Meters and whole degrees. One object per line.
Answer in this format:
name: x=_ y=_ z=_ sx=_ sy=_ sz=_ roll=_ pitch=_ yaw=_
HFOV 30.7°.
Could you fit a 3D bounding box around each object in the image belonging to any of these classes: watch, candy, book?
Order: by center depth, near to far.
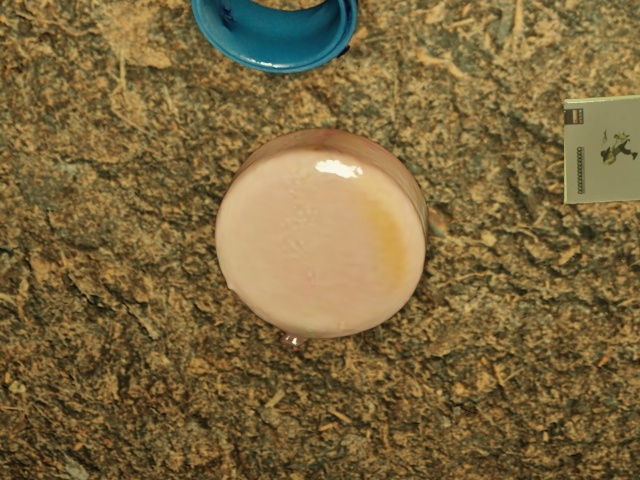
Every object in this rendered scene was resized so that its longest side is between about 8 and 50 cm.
watch: x=-0.024 y=-0.270 z=1.157 sx=0.196 sy=0.171 sz=0.200 roll=27 pitch=134 yaw=-9
book: x=0.356 y=-0.102 z=1.271 sx=0.181 sy=0.014 sz=0.127 roll=-3 pitch=120 yaw=9
candy: x=0.000 y=0.000 z=1.332 sx=0.255 sy=0.094 sz=0.255 roll=4 pitch=120 yaw=6
